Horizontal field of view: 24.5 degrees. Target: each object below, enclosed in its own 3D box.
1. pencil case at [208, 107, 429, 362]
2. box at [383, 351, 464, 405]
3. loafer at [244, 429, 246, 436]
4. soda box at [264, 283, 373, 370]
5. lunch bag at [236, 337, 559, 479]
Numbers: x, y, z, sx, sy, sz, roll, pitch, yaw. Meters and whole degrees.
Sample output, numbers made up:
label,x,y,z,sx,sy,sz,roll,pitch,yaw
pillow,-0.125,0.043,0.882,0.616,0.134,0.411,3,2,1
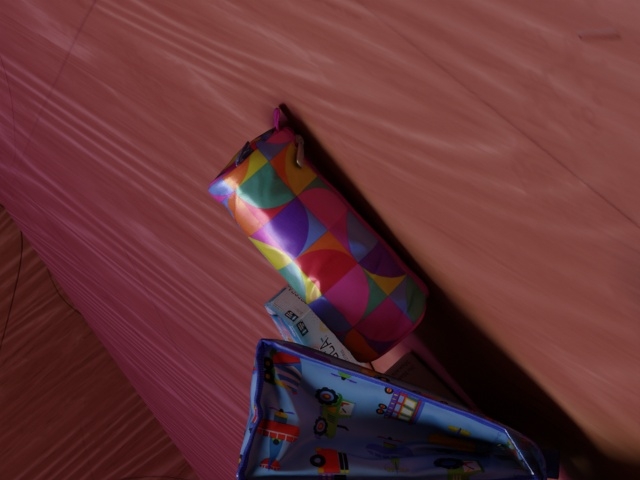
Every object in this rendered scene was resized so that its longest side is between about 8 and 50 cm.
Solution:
label,x,y,z,sx,sy,sz,roll,pitch,yaw
pencil case,0.000,0.000,1.343,0.236,0.104,0.104,50,165,-7
box,0.147,0.255,1.525,0.275,0.113,0.094,43,163,17
loafer,0.041,0.335,1.954,0.366,0.130,0.134,44,-175,31
soda box,0.005,0.124,1.693,0.058,0.063,0.183,33,158,46
lunch bag,0.079,0.182,1.378,0.293,0.138,0.221,8,172,1
